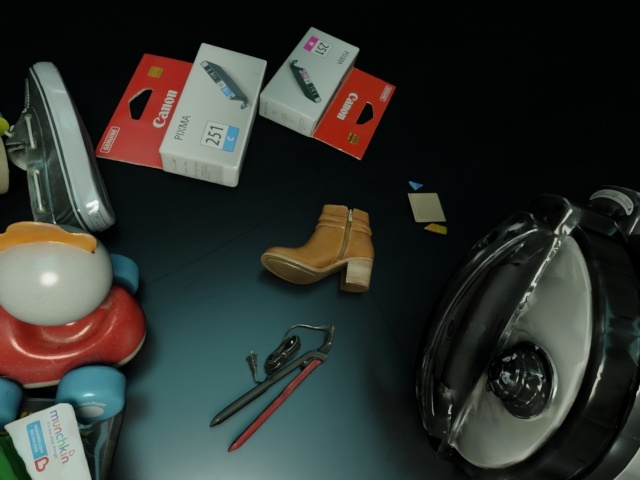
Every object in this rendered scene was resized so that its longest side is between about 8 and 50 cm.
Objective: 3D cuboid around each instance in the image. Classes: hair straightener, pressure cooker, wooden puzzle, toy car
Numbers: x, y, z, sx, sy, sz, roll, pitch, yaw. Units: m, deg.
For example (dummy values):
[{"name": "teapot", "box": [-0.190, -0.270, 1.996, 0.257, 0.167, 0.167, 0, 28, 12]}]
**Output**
[{"name": "hair straightener", "box": [-0.068, 0.189, 0.592, 0.230, 0.047, 0.089, -38, 77, -28]}, {"name": "pressure cooker", "box": [0.342, 0.155, 0.520, 0.421, 0.375, 0.369, 18, 63, -4]}, {"name": "wooden puzzle", "box": [0.215, -0.065, 0.817, 0.079, 0.014, 0.116, 6, 61, -15]}, {"name": "toy car", "box": [-0.321, 0.059, 0.460, 0.211, 0.237, 0.219, 0, 44, -16]}]

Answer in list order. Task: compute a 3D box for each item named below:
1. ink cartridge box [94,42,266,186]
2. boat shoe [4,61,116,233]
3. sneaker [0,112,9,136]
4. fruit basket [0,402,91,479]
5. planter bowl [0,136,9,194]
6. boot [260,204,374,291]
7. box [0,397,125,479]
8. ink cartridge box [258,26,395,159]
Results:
[{"name": "ink cartridge box", "box": [-0.259, -0.263, 0.780, 0.261, 0.066, 0.296, 11, 61, -8]}, {"name": "boat shoe", "box": [-0.438, -0.153, 0.645, 0.119, 0.121, 0.335, -20, 68, -19]}, {"name": "sneaker", "box": [-0.609, -0.194, 0.668, 0.144, 0.053, 0.059, -21, 70, -32]}, {"name": "fruit basket", "box": [-0.330, 0.372, 0.329, 0.327, 0.165, 0.352, -21, 83, -21]}, {"name": "planter bowl", "box": [-0.536, -0.115, 0.594, 0.109, 0.162, 0.162, -12, 63, -46]}, {"name": "boot", "box": [0.000, 0.000, 0.699, 0.197, 0.073, 0.152, 15, 60, -19]}, {"name": "box", "box": [-0.349, 0.305, 0.458, 0.183, 0.056, 0.230, 7, 61, -9]}, {"name": "ink cartridge box", "box": [0.030, -0.332, 0.890, 0.239, 0.060, 0.275, 25, 60, 2]}]
